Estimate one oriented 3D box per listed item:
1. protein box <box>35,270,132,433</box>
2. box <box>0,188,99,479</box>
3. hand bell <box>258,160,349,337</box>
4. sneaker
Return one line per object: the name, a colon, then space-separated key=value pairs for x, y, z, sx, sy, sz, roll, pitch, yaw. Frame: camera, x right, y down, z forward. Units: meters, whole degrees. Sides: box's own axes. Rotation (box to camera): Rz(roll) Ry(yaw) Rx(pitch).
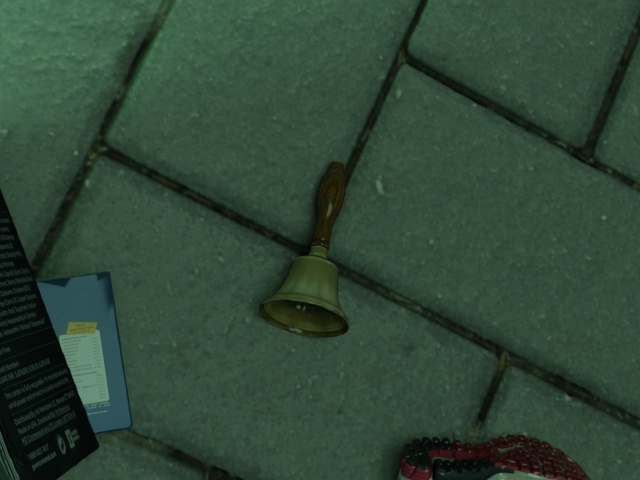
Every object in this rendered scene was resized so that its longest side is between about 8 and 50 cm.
protein box: x=-0.359 y=0.154 z=1.814 sx=0.200 sy=0.136 sz=0.201 roll=-8 pitch=85 yaw=-18
box: x=-0.573 y=0.119 z=1.583 sx=0.480 sy=0.297 sz=0.471 roll=-20 pitch=91 yaw=7
hand bell: x=0.000 y=0.000 z=1.985 sx=0.126 sy=0.126 sz=0.242 roll=19 pitch=65 yaw=-15
sneaker: x=0.242 y=0.343 z=2.008 sx=0.299 sy=0.121 sz=0.112 roll=5 pitch=111 yaw=-18
